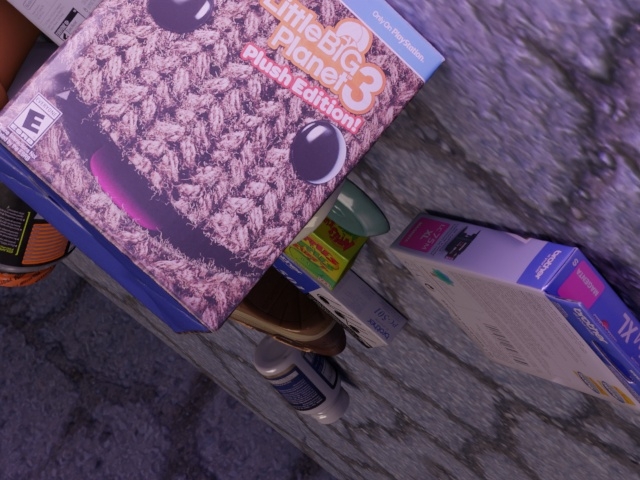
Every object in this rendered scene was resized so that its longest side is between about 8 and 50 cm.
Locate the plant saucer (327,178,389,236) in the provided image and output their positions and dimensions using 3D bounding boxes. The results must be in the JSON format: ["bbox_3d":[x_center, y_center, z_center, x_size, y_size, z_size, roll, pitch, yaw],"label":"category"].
[{"bbox_3d":[0.023,-0.040,1.768,0.119,0.021,0.119,37,167,10],"label":"plant saucer"}]

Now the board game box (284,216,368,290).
[{"bbox_3d":[0.000,0.000,1.913,0.092,0.043,0.181,39,167,4],"label":"board game box"}]

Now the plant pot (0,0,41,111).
[{"bbox_3d":[-0.437,-0.281,1.840,0.291,0.203,0.291,38,167,10],"label":"plant pot"}]

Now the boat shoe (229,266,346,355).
[{"bbox_3d":[-0.099,0.071,2.264,0.342,0.123,0.123,23,158,34],"label":"boat shoe"}]

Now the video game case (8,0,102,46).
[{"bbox_3d":[-0.256,-0.305,1.460,0.244,0.061,0.269,41,152,-10],"label":"video game case"}]

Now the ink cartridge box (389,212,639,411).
[{"bbox_3d":[0.213,0.069,1.523,0.186,0.065,0.311,47,167,-26],"label":"ink cartridge box"}]

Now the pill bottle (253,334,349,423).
[{"bbox_3d":[-0.026,0.223,2.598,0.094,0.094,0.169,22,157,53],"label":"pill bottle"}]

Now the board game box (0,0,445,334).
[{"bbox_3d":[-0.091,-0.107,1.272,0.232,0.291,0.141,42,166,-11],"label":"board game box"}]

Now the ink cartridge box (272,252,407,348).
[{"bbox_3d":[0.010,0.055,2.062,0.207,0.046,0.097,41,166,-6],"label":"ink cartridge box"}]

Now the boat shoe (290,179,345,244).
[{"bbox_3d":[-0.083,-0.082,1.698,0.113,0.127,0.340,33,180,-24],"label":"boat shoe"}]

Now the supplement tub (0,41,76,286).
[{"bbox_3d":[-0.382,-0.090,2.091,0.193,0.193,0.316,38,137,8],"label":"supplement tub"}]
